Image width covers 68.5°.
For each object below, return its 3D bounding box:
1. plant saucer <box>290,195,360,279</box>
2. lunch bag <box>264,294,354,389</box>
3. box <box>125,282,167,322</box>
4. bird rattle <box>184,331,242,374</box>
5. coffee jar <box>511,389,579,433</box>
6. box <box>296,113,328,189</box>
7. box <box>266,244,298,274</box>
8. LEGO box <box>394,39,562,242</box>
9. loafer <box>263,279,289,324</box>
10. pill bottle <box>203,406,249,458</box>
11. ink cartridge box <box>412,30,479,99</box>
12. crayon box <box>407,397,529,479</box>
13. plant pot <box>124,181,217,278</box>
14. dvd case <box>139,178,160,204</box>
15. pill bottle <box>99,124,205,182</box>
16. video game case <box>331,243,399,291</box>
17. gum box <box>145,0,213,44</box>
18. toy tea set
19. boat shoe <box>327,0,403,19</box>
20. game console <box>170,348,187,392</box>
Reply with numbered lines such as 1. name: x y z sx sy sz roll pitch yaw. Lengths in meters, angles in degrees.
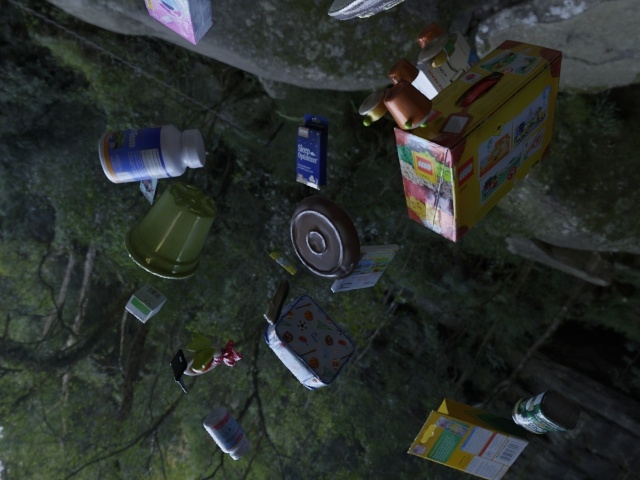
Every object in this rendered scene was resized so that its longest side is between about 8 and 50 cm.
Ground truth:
1. plant saucer: 0.000 0.000 1.613 0.311 0.310 0.050 31 -142 30
2. lunch bag: -0.029 0.353 1.645 0.303 0.115 0.243 49 -135 -3
3. box: -0.683 0.244 1.841 0.101 0.087 0.102 40 -152 -2
4. bird rattle: -0.455 0.464 1.883 0.143 0.207 0.253 58 -170 24
5. coffee jar: 0.570 0.444 1.207 0.096 0.079 0.184 31 157 11
6. box: -0.028 -0.289 1.523 0.037 0.225 0.136 -13 -154 -34
7. box: -0.190 0.087 2.318 0.179 0.043 0.105 39 -174 -11
8. LEGO box: 0.483 -0.299 1.421 0.193 0.500 0.372 35 157 39
9. loafer: -0.141 0.190 1.477 0.050 0.147 0.056 20 180 13
10. pill bottle: -0.303 0.632 1.536 0.160 0.087 0.087 58 -169 -13
11. ink cartridge box: 0.409 -0.556 1.546 0.148 0.203 0.086 46 167 -21
12. crayon box: 0.469 0.641 1.525 0.323 0.203 0.083 19 -156 -4
13. plant pot: -0.493 -0.052 1.623 0.276 0.253 0.276 29 -153 -16
14. dvd case: -0.585 -0.194 1.610 0.013 0.119 0.087 -23 -117 -43
15. pill bottle: -0.488 -0.259 1.389 0.272 0.152 0.152 -8 -161 0
16. video game case: 0.167 0.100 1.744 0.227 0.206 0.026 -2 -138 -43
17. gum box: -0.259 -0.447 0.840 0.107 0.062 0.188 33 166 -1
18. toy tea set: 0.259 -0.407 1.202 0.124 0.336 0.200 40 176 -25
19. boat shoe: 0.137 -0.705 1.374 0.097 0.116 0.324 28 171 -30
20. game console: -0.522 0.493 1.786 0.071 0.107 0.122 31 -176 -35
